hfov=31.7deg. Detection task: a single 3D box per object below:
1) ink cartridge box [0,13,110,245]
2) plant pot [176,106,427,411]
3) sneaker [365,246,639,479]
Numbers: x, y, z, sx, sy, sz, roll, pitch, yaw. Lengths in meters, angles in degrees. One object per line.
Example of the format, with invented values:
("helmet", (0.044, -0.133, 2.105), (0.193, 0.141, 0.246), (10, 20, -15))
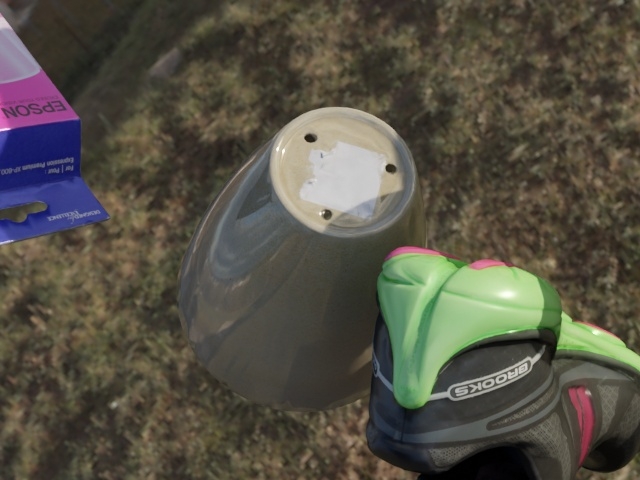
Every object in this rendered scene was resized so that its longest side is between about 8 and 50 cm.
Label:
("ink cartridge box", (-0.360, -0.147, 1.081), (0.371, 0.176, 0.069), (52, 134, 23))
("plant pot", (0.000, 0.000, 1.066), (0.256, 0.256, 0.274), (-59, -4, -27))
("sneaker", (0.160, 0.150, 0.991), (0.185, 0.483, 0.202), (14, 81, 36))
